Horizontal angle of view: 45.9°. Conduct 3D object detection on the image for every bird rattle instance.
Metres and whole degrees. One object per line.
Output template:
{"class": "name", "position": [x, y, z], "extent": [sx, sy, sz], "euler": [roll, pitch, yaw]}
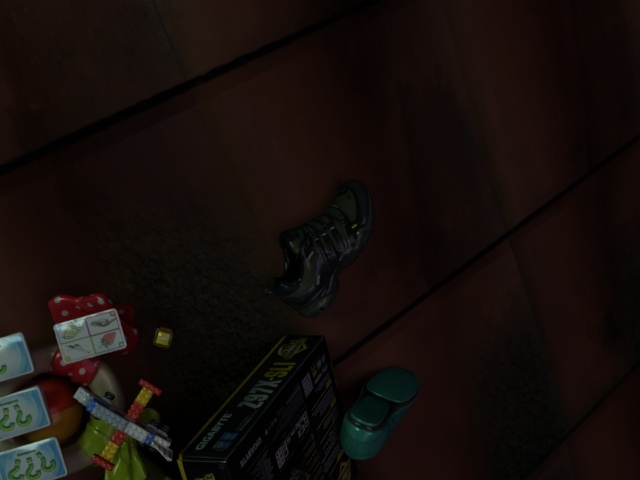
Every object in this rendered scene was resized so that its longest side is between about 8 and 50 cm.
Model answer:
{"class": "bird rattle", "position": [-0.305, 0.194, 0.930], "extent": [0.206, 0.143, 0.254], "euler": [-18, 105, -15]}

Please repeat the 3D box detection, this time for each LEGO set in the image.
{"class": "LEGO set", "position": [-0.274, 0.181, 0.868], "extent": [0.244, 0.060, 0.183], "euler": [-15, 95, -4]}

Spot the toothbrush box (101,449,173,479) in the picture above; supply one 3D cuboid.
{"class": "toothbrush box", "position": [-0.264, 0.456, 0.992], "extent": [0.283, 0.122, 0.206], "euler": [-48, 120, -22]}

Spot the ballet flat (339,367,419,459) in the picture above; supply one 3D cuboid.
{"class": "ballet flat", "position": [0.090, 0.280, 1.215], "extent": [0.247, 0.083, 0.087], "euler": [-23, 134, -64]}

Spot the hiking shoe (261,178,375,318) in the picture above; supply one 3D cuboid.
{"class": "hiking shoe", "position": [0.000, 0.000, 1.138], "extent": [0.114, 0.086, 0.227], "euler": [31, 79, -38]}

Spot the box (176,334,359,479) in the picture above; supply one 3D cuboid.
{"class": "box", "position": [-0.055, 0.316, 1.058], "extent": [0.322, 0.079, 0.257], "euler": [-44, 127, -58]}
